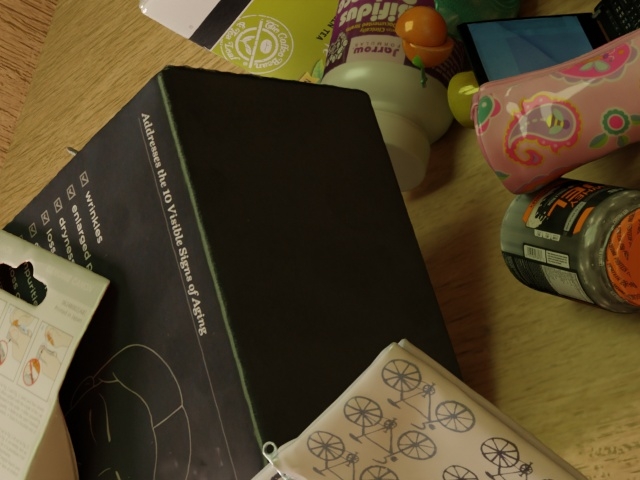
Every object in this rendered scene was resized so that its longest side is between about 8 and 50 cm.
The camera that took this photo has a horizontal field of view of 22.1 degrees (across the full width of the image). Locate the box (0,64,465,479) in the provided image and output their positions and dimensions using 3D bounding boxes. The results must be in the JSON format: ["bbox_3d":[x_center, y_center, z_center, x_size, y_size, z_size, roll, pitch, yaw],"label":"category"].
[{"bbox_3d":[-0.125,0.143,1.766,0.472,0.297,0.480,-39,60,44],"label":"box"}]

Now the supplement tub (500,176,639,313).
[{"bbox_3d":[0.263,0.004,1.544,0.190,0.117,0.117,16,81,64],"label":"supplement tub"}]

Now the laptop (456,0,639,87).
[{"bbox_3d":[0.292,-0.235,1.689,0.264,0.136,0.234,-50,29,26],"label":"laptop"}]

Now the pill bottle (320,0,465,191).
[{"bbox_3d":[0.091,-0.216,2.014,0.169,0.169,0.301,-29,42,50],"label":"pill bottle"}]

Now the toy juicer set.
[{"bbox_3d":[0.160,-0.312,1.927,0.089,0.209,0.329,-15,54,47],"label":"toy juicer set"}]

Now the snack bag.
[{"bbox_3d":[0.086,0.268,1.404,0.342,0.323,0.037,-44,13,35],"label":"snack bag"}]

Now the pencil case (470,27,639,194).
[{"bbox_3d":[0.283,-0.142,1.529,0.284,0.124,0.124,-22,42,19],"label":"pencil case"}]

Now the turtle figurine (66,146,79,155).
[{"bbox_3d":[-0.184,0.017,2.138,0.266,0.275,0.198,31,109,56],"label":"turtle figurine"}]

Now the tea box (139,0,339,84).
[{"bbox_3d":[-0.024,-0.406,2.226,0.329,0.323,0.220,-47,30,33],"label":"tea box"}]

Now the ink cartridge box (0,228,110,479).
[{"bbox_3d":[-0.351,0.195,1.775,0.308,0.091,0.385,20,86,49],"label":"ink cartridge box"}]
